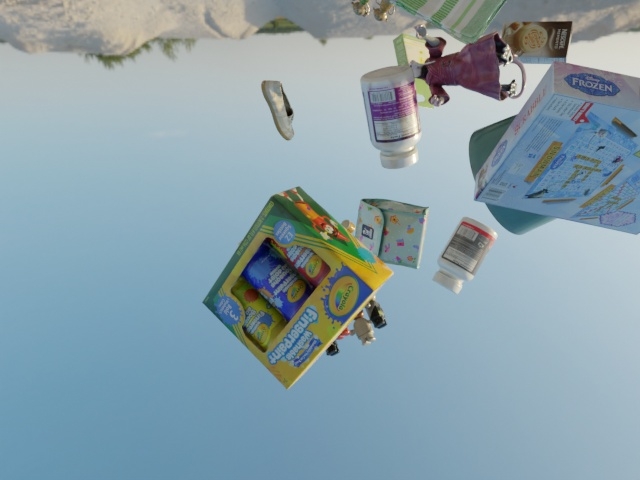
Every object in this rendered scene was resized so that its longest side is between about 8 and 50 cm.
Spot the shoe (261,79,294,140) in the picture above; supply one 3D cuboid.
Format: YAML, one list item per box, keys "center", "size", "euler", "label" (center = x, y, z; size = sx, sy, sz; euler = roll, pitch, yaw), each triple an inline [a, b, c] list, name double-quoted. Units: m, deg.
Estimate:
- center: [-0.113, -0.388, 1.547]
  size: [0.059, 0.219, 0.076]
  euler: [-9, -128, 13]
  label: "shoe"

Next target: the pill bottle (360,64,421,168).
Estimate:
- center: [0.233, -0.390, 1.652]
  size: [0.170, 0.301, 0.169]
  euler: [-11, -152, 6]
  label: "pill bottle"

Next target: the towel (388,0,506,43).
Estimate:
- center: [0.384, -0.743, 1.506]
  size: [0.325, 0.247, 0.038]
  euler: [40, -168, 24]
  label: "towel"

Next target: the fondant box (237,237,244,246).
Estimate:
- center: [-0.152, 0.010, 2.089]
  size: [0.096, 0.330, 0.238]
  euler: [26, -152, -58]
  label: "fondant box"

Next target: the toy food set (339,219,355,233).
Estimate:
- center: [0.000, 0.000, 1.744]
  size: [0.105, 0.232, 0.111]
  euler: [36, -170, -43]
  label: "toy food set"

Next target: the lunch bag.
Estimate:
- center: [0.255, -0.032, 1.910]
  size: [0.263, 0.223, 0.160]
  euler: [11, -157, 13]
  label: "lunch bag"

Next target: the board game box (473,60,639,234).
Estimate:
- center: [0.461, -0.131, 0.843]
  size: [0.318, 0.318, 0.065]
  euler: [12, -113, 0]
  label: "board game box"

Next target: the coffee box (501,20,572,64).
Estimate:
- center: [0.831, -0.765, 1.995]
  size: [0.247, 0.141, 0.098]
  euler: [10, -175, 25]
  label: "coffee box"

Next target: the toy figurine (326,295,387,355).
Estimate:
- center: [0.089, 0.254, 1.657]
  size: [0.210, 0.213, 0.148]
  euler: [-13, -121, -19]
  label: "toy figurine"

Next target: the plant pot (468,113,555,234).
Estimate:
- center: [0.541, -0.187, 1.239]
  size: [0.235, 0.292, 0.293]
  euler: [-24, -178, 42]
  label: "plant pot"

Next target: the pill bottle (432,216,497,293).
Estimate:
- center: [0.628, 0.069, 2.281]
  size: [0.176, 0.318, 0.176]
  euler: [30, -179, -1]
  label: "pill bottle"

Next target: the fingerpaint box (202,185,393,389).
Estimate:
- center: [-0.080, 0.139, 1.468]
  size: [0.371, 0.444, 0.163]
  euler: [43, -150, 10]
  label: "fingerpaint box"

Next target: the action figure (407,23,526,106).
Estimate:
- center: [0.435, -0.560, 1.645]
  size: [0.370, 0.247, 0.276]
  euler: [13, -157, 39]
  label: "action figure"

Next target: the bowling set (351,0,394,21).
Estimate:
- center: [0.099, -0.804, 1.648]
  size: [0.287, 0.154, 0.200]
  euler: [41, -123, -1]
  label: "bowling set"

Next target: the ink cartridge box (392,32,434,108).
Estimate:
- center: [0.346, -0.594, 1.814]
  size: [0.171, 0.234, 0.056]
  euler: [-4, 171, -39]
  label: "ink cartridge box"
